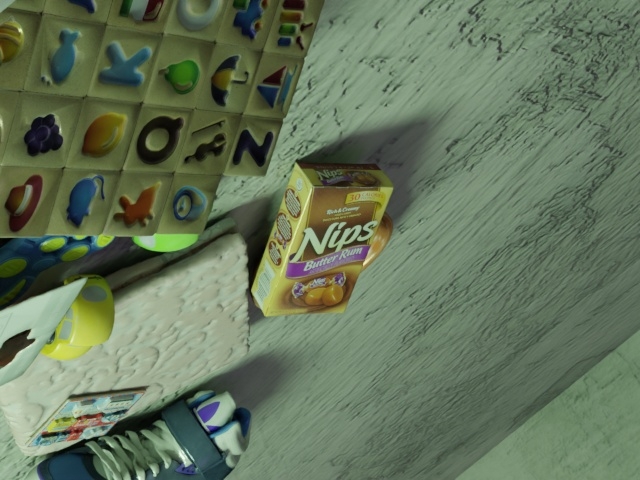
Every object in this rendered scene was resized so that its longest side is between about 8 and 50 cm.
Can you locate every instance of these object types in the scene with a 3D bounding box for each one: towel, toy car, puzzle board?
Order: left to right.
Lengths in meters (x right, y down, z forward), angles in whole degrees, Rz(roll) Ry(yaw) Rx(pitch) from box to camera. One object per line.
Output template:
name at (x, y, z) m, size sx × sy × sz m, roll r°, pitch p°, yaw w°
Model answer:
puzzle board at (-0.280, 0.215, 1.459) m, size 0.096 × 0.011 × 0.128 m, roll -44°, pitch 156°, yaw 27°
towel at (-0.229, 0.123, 1.418) m, size 0.316 × 0.053 × 0.332 m, roll -26°, pitch 156°, yaw -17°
toy car at (-0.190, 0.004, 1.190) m, size 0.225 × 0.053 × 0.239 m, roll -31°, pitch 142°, yaw -24°

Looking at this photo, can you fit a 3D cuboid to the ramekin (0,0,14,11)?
ramekin at (-0.229, -0.206, 0.539) m, size 0.272 × 0.273 × 0.127 m, roll -33°, pitch 144°, yaw 1°

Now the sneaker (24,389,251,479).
sneaker at (-0.228, 0.280, 1.660) m, size 0.236 × 0.130 × 0.322 m, roll -49°, pitch 148°, yaw 13°

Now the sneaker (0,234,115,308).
sneaker at (-0.239, -0.011, 1.031) m, size 0.188 × 0.078 × 0.067 m, roll -30°, pitch 139°, yaw 25°

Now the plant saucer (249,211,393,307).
plant saucer at (-0.003, 0.016, 1.507) m, size 0.200 × 0.037 × 0.200 m, roll -26°, pitch 155°, yaw -13°

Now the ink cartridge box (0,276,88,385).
ink cartridge box at (-0.420, 0.109, 1.037) m, size 0.385 × 0.091 × 0.308 m, roll -21°, pitch 168°, yaw -30°

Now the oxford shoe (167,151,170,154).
oxford shoe at (-0.136, -0.097, 1.054) m, size 0.227 × 0.096 × 0.083 m, roll -15°, pitch 150°, yaw -37°

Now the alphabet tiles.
alphabet tiles at (-0.133, -0.134, 0.938) m, size 0.342 × 0.011 × 0.285 m, roll -1°, pitch 116°, yaw -50°

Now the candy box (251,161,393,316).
candy box at (0.000, 0.000, 1.384) m, size 0.109 × 0.053 × 0.187 m, roll -1°, pitch 127°, yaw -30°
